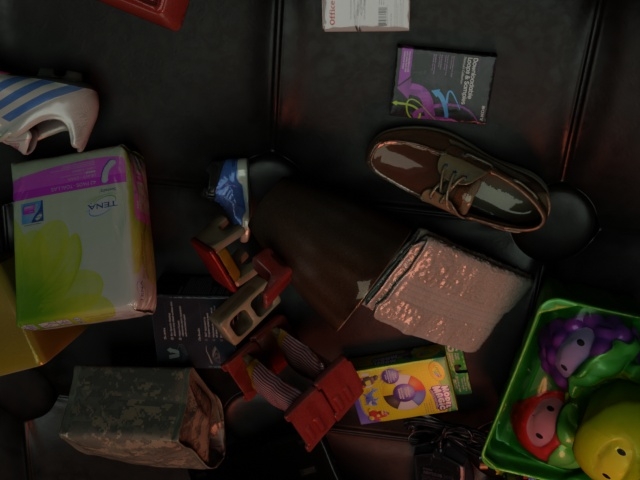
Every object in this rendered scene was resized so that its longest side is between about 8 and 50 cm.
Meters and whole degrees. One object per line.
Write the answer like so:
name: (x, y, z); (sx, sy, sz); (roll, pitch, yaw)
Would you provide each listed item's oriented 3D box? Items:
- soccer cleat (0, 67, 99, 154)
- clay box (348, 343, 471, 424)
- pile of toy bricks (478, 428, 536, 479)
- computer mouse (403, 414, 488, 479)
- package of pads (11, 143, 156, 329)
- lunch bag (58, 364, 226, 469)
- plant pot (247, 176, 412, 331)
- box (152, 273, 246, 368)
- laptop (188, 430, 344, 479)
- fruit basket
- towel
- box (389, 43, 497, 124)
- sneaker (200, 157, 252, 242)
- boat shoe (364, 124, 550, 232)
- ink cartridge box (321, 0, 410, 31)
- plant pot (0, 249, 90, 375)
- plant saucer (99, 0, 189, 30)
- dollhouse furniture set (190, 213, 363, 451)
soccer cleat: (-0.537, -0.220, 1.376); (0.331, 0.116, 0.143); (6, 87, 2)
clay box: (0.171, 0.273, 1.585); (0.222, 0.053, 0.127); (-11, 114, 12)
pile of toy bricks: (0.373, 0.474, 1.628); (0.118, 0.105, 0.212); (-3, 115, 8)
computer mouse: (0.257, 0.466, 1.646); (0.188, 0.072, 0.272); (10, 111, 28)
package of pads: (-0.402, -0.004, 1.420); (0.229, 0.101, 0.296); (-8, 79, 10)
lunch bag: (-0.326, 0.353, 1.605); (0.235, 0.169, 0.287); (0, 150, 10)
plant pot: (0.000, 0.000, 1.408); (0.230, 0.215, 0.215); (37, 114, 3)
box: (-0.227, 0.150, 1.548); (0.158, 0.093, 0.156); (1, 114, 5)
laptop: (-0.007, 0.585, 1.719); (0.382, 0.236, 0.408); (-27, 82, 34)
fruit basket: (0.454, 0.286, 1.389); (0.283, 0.392, 0.392); (13, 116, 0)
towel: (0.225, 0.094, 1.443); (0.282, 0.049, 0.187); (20, 118, -30)
box: (0.198, -0.253, 1.345); (0.162, 0.029, 0.116); (5, 116, 2)
sneaker: (-0.166, -0.069, 1.455); (0.085, 0.058, 0.152); (-1, 111, 1)
boat shoe: (0.231, -0.099, 1.365); (0.324, 0.116, 0.123); (16, 116, -1)
ink cartridge box: (0.072, -0.378, 1.284); (0.135, 0.056, 0.099); (1, 115, 5)
plant pot: (-0.584, 0.127, 1.524); (0.212, 0.212, 0.187); (-15, 103, 13)
plant saucer: (-0.309, -0.485, 1.282); (0.258, 0.048, 0.259); (21, 116, -4)
dollhouse furniture set: (-0.094, 0.160, 1.408); (0.152, 0.201, 0.374); (-43, 131, -19)
